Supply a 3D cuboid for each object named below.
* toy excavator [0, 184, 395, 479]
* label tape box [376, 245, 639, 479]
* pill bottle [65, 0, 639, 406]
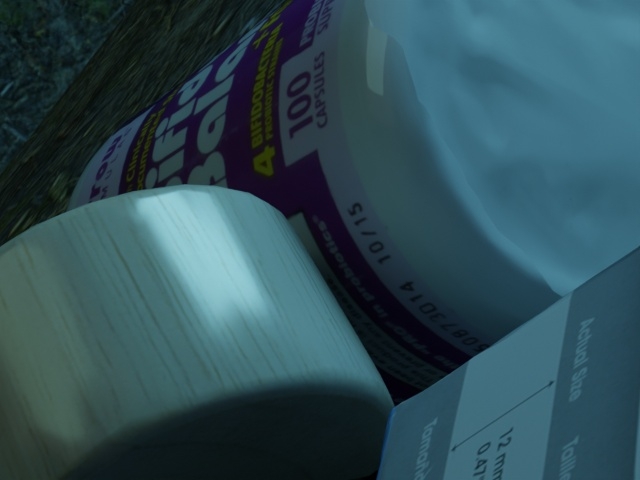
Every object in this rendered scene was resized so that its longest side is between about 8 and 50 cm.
[{"bbox_3d":[-0.195,0.188,0.618,0.445,0.222,0.433,-23,-31,-14],"label":"toy excavator"},{"bbox_3d":[0.148,0.054,0.282,0.348,0.115,0.249,-40,19,32],"label":"label tape box"},{"bbox_3d":[0.000,0.000,0.683,0.301,0.169,0.169,-29,26,49],"label":"pill bottle"}]
